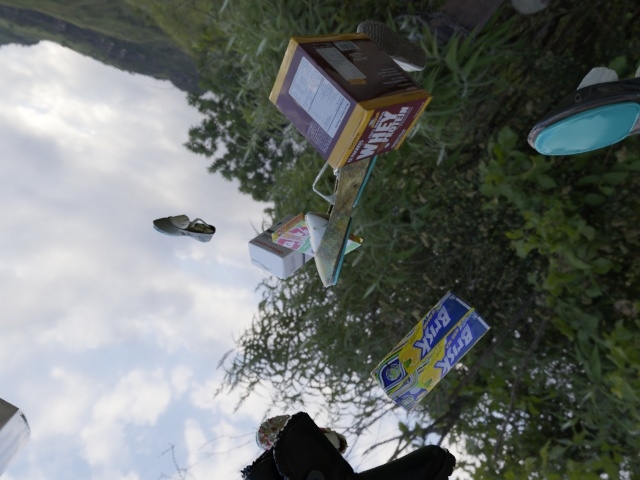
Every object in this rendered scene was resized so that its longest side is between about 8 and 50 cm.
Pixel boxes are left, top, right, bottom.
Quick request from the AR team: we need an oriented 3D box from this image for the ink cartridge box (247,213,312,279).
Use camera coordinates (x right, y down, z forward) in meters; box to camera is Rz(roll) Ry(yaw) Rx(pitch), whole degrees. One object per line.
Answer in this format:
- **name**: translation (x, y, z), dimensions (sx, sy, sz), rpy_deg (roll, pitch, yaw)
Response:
- **ink cartridge box**: translation (-0.123, 0.017, 1.712), dimensions (0.172, 0.100, 0.237), rpy_deg (22, -138, 31)

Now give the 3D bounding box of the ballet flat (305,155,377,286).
- **ballet flat**: translation (0.028, -0.074, 1.030), dimensions (0.123, 0.348, 0.123), rpy_deg (18, -175, -2)

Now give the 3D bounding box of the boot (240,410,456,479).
- **boot**: translation (0.039, 0.314, 0.646), dimensions (0.207, 0.247, 0.094), rpy_deg (46, 159, 17)

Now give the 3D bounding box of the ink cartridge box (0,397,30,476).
- **ink cartridge box**: translation (-0.529, 0.228, 0.529), dimensions (0.283, 0.117, 0.207), rpy_deg (29, -132, -1)

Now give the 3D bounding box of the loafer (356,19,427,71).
- **loafer**: translation (0.211, -0.589, 1.453), dimensions (0.269, 0.101, 0.092), rpy_deg (15, 170, -31)

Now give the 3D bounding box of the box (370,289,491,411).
- **box**: translation (0.155, 0.155, 0.658), dimensions (0.059, 0.169, 0.054), rpy_deg (42, -179, -32)

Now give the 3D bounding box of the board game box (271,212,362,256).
- **board game box**: translation (0.000, 0.000, 1.324), dimensions (0.260, 0.124, 0.039), rpy_deg (19, -131, -44)

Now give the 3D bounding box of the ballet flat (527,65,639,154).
- **ballet flat**: translation (0.404, -0.179, 0.602), dimensions (0.095, 0.281, 0.096), rpy_deg (70, -167, -58)

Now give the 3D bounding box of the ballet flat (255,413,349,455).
- **ballet flat**: translation (-0.027, 0.404, 0.957), dimensions (0.241, 0.077, 0.091), rpy_deg (32, -136, -44)

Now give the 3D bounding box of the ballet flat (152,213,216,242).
- **ballet flat**: translation (-0.393, -0.045, 1.366), dimensions (0.072, 0.068, 0.213), rpy_deg (50, -164, 29)

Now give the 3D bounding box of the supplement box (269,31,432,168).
- **supplement box**: translation (0.054, -0.259, 0.842), dimensions (0.191, 0.129, 0.194), rpy_deg (-25, -113, -40)
